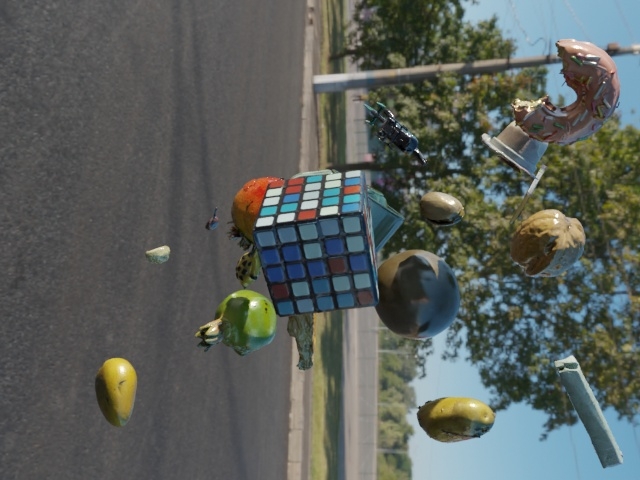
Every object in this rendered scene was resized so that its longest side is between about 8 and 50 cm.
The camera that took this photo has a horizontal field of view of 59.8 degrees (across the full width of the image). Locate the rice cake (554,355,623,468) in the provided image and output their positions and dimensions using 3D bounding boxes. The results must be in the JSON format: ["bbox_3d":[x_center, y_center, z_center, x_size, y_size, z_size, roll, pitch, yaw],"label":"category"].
[{"bbox_3d":[0.778,0.496,1.614,0.337,0.066,0.063,65,23,0],"label":"rice cake"}]

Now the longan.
[{"bbox_3d":[0.328,0.189,1.902,0.319,0.318,0.319,-1,90,-84],"label":"longan"}]

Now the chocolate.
[{"bbox_3d":[0.621,-0.303,1.728,0.147,0.221,0.221,-58,-179,12],"label":"chocolate"}]

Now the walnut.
[{"bbox_3d":[0.788,0.020,1.947,0.257,0.224,0.257,-156,-90,-88],"label":"walnut"}]

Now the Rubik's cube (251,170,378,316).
[{"bbox_3d":[0.000,0.000,0.969,0.187,0.182,0.184,-84,164,-58],"label":"Rubik's cube"}]

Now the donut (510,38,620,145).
[{"bbox_3d":[0.551,-0.313,1.234,0.233,0.199,0.085,-60,170,29],"label":"donut"}]

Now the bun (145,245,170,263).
[{"bbox_3d":[-0.561,0.054,1.927,0.086,0.086,0.055,-33,107,-83],"label":"bun"}]

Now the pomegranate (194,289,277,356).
[{"bbox_3d":[-0.294,0.292,1.934,0.301,0.235,0.236,-4,94,-44],"label":"pomegranate"}]

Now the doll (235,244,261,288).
[{"bbox_3d":[-0.211,0.023,1.824,0.117,0.086,0.291,42,-62,39],"label":"doll"}]

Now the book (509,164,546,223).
[{"bbox_3d":[0.805,-0.176,2.151,0.231,0.026,0.158,-47,161,-40],"label":"book"}]

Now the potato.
[{"bbox_3d":[0.418,0.575,1.784,0.300,0.172,0.140,-35,-133,56],"label":"potato"}]

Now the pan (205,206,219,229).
[{"bbox_3d":[-0.432,-0.085,2.270,0.068,0.023,0.115,-30,153,-50],"label":"pan"}]

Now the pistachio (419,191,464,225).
[{"bbox_3d":[0.378,-0.100,1.744,0.113,0.149,0.113,-36,135,-47],"label":"pistachio"}]

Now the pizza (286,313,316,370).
[{"bbox_3d":[-0.051,0.182,1.541,0.223,0.089,0.324,84,5,-53],"label":"pizza"}]

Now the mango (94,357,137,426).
[{"bbox_3d":[-0.594,0.442,1.619,0.098,0.137,0.195,13,58,-52],"label":"mango"}]

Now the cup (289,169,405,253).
[{"bbox_3d":[0.045,-0.052,2.008,0.392,0.400,0.310,-56,160,8],"label":"cup"}]

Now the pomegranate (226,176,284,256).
[{"bbox_3d":[-0.163,-0.072,1.609,0.235,0.210,0.210,-46,168,-3],"label":"pomegranate"}]

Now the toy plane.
[{"bbox_3d":[0.285,-0.446,2.227,0.155,0.382,0.106,8,124,-51],"label":"toy plane"}]
